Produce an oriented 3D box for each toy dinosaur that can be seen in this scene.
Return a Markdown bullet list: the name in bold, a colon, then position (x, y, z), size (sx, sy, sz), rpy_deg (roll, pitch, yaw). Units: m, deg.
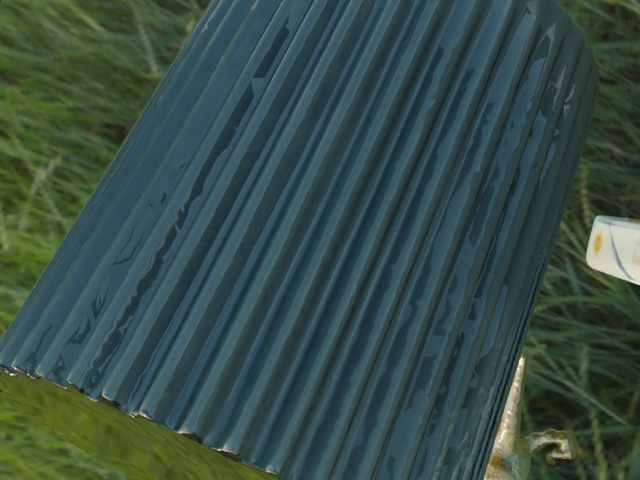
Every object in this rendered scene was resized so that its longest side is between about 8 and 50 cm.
- **toy dinosaur**: position (0.129, 0.166, 1.049), size (0.126, 0.039, 0.162), rpy_deg (-18, 105, 30)

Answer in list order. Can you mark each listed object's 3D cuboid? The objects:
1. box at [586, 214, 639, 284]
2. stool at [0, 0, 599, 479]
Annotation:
- **box**: position (0.207, 0.019, 0.566), size (0.220, 0.122, 0.032), rpy_deg (-157, 77, -76)
- **stool**: position (0.000, 0.000, 0.861), size (0.297, 0.297, 0.330), rpy_deg (11, 68, 36)
